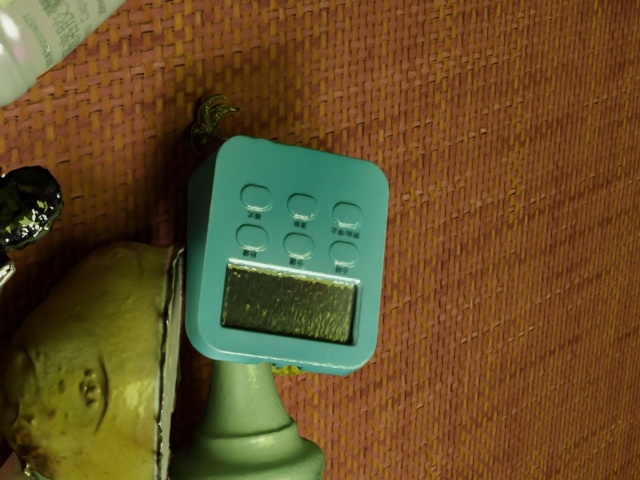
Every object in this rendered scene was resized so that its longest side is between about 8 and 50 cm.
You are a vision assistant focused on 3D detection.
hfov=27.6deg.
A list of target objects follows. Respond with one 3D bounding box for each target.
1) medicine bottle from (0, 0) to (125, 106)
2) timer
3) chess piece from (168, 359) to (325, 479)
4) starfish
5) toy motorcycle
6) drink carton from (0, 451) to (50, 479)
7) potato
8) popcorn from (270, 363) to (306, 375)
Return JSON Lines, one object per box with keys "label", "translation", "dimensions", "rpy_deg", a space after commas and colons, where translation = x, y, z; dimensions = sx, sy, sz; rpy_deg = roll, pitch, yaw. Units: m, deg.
{"label": "medicine bottle", "translation": [-0.339, -0.220, 1.113], "dimensions": [0.325, 0.256, 0.256], "rpy_deg": [-47, 136, -15]}
{"label": "timer", "translation": [-0.035, 0.021, 1.508], "dimensions": [0.232, 0.091, 0.249], "rpy_deg": [9, 68, -26]}
{"label": "chess piece", "translation": [-0.096, 0.173, 1.601], "dimensions": [0.195, 0.195, 0.299], "rpy_deg": [-10, 100, -47]}
{"label": "starfish", "translation": [-0.130, -0.138, 1.575], "dimensions": [0.091, 0.028, 0.078], "rpy_deg": [-46, 141, -31]}
{"label": "toy motorcycle", "translation": [-0.430, 0.039, 1.196], "dimensions": [0.401, 0.207, 0.134], "rpy_deg": [-40, 133, -12]}
{"label": "drink carton", "translation": [-0.256, 0.344, 1.523], "dimensions": [0.108, 0.161, 0.271], "rpy_deg": [-51, 142, 7]}
{"label": "potato", "translation": [-0.250, 0.126, 1.429], "dimensions": [0.246, 0.196, 0.299], "rpy_deg": [99, -5, -52]}
{"label": "popcorn", "translation": [-0.044, 0.126, 1.722], "dimensions": [0.120, 0.116, 0.106], "rpy_deg": [100, -14, -73]}
